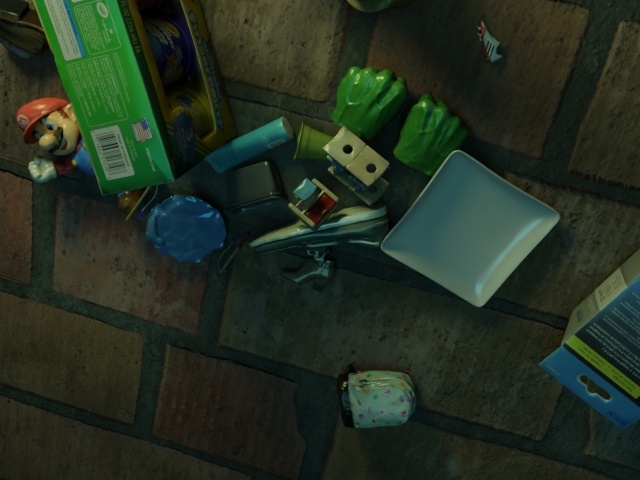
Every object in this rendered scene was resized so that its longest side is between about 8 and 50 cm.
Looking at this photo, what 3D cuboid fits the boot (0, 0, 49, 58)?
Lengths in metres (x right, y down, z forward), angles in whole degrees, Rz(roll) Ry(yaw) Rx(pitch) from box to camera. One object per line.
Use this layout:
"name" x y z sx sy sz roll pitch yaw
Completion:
"boot" -0.608 -0.445 1.619 0.219 0.082 0.106 25 136 -3

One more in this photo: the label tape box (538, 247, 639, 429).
"label tape box" 0.673 0.204 1.560 0.249 0.115 0.347 38 117 -4

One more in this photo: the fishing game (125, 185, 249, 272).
"fishing game" -0.309 -0.028 1.706 0.264 0.041 0.189 27 120 -17

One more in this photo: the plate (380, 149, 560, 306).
"plate" 0.313 -0.025 1.563 0.278 0.045 0.277 30 116 -12

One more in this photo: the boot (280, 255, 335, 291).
"boot" -0.025 0.063 1.699 0.119 0.042 0.087 20 108 3

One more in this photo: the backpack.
"backpack" 0.137 0.378 1.745 0.182 0.115 0.151 -7 107 12

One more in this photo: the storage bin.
"storage bin" -0.143 -0.116 1.631 0.135 0.098 0.091 -13 80 18

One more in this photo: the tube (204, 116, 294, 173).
"tube" -0.159 -0.205 1.611 0.207 0.052 0.080 -22 139 19

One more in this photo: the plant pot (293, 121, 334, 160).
"plant pot" -0.010 -0.202 1.572 0.079 0.083 0.083 13 114 -5

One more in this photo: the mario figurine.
"mario figurine" -0.534 -0.187 1.633 0.321 0.170 0.198 34 80 -11

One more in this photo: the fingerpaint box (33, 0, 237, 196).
"fingerpaint box" -0.340 -0.358 1.417 0.163 0.371 0.444 -9 108 16

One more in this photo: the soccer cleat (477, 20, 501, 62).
"soccer cleat" 0.332 -0.391 1.444 0.036 0.029 0.083 -17 110 9

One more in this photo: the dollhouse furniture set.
"dollhouse furniture set" 0.038 -0.106 1.508 0.129 0.129 0.183 41 82 15

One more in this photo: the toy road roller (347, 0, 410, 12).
"toy road roller" 0.028 -0.571 1.353 0.241 0.202 0.329 -9 104 29

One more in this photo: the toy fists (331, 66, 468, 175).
"toy fists" 0.165 -0.256 1.500 0.279 0.096 0.142 30 125 -2

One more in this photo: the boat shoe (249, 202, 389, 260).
"boat shoe" 0.000 0.000 1.625 0.320 0.116 0.099 -13 104 12
